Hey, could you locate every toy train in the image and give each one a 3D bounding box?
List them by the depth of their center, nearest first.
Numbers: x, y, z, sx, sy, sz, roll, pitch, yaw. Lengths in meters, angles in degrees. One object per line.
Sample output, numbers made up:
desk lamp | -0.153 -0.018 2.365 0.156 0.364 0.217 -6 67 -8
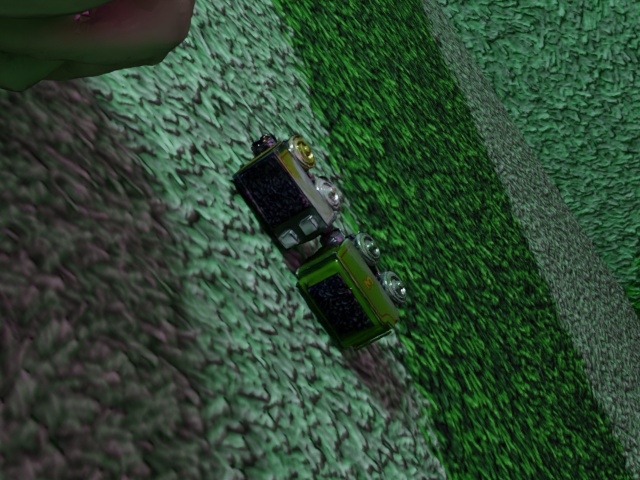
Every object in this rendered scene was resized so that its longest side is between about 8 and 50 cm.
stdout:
toy train | 0.000 0.000 0.895 0.202 0.060 0.081 55 28 -8

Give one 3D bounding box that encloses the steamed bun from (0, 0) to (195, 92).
steamed bun | -0.201 -0.238 0.484 0.352 0.247 0.339 -107 -176 -51
